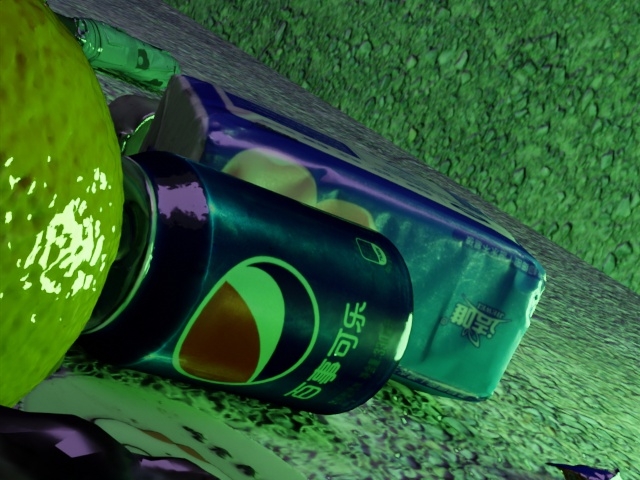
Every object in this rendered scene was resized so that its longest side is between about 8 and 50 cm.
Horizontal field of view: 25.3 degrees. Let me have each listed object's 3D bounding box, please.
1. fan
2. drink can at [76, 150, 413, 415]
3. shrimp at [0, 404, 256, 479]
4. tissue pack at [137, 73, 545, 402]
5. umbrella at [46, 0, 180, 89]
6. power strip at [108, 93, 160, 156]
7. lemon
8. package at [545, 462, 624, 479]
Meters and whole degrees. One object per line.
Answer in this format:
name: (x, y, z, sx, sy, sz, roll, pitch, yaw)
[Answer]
fan: (-0.075, 0.109, 0.592, 0.190, 0.009, 0.329, 33, 10, 20)
drink can: (-0.049, 0.025, 0.782, 0.205, 0.118, 0.118, 19, 14, -42)
shrimp: (0.051, 0.163, 0.432, 0.445, 0.110, 0.221, 31, 3, -14)
tissue pack: (0.000, 0.000, 1.018, 0.269, 0.137, 0.209, 22, 12, -19)
umbrella: (-0.252, -0.223, 1.669, 0.250, 0.052, 0.053, 14, 52, -58)
power strip: (-0.106, -0.073, 1.241, 0.048, 0.080, 0.286, 28, 10, 26)
lemon: (-0.166, -0.023, 0.470, 0.188, 0.188, 0.256, 38, -4, 43)
package: (0.196, 0.174, 0.979, 0.077, 0.033, 0.110, 8, -16, 30)
